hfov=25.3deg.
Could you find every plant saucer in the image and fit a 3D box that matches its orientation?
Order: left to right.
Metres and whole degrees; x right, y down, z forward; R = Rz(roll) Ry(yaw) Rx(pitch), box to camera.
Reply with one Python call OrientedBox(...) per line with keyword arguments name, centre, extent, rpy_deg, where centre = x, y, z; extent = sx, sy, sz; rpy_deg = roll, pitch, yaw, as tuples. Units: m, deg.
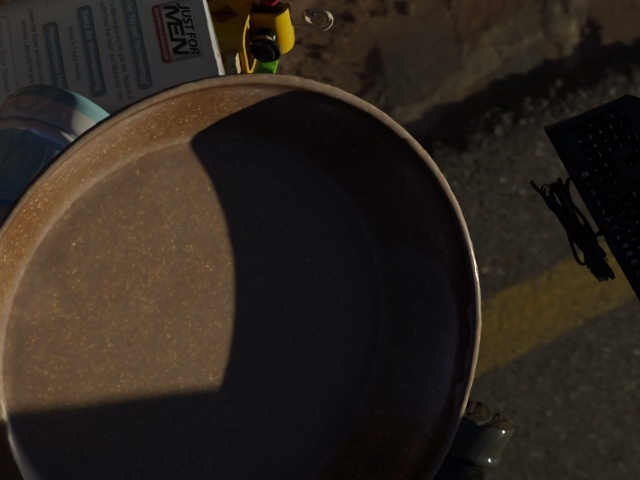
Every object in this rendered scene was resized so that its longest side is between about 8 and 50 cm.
OrientedBox(name="plant saucer", centre=(-0.035, 0.039, 0.494), extent=(0.198, 0.036, 0.199), rpy_deg=(-8, 107, -28))

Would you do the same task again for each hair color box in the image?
OrientedBox(name="hair color box", centre=(-0.288, -0.154, 1.501), extent=(0.374, 0.185, 0.114), rpy_deg=(-14, 152, -1))

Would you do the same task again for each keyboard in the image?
OrientedBox(name="keyboard", centre=(0.221, -0.006, 1.023), extent=(0.192, 0.100, 0.038), rpy_deg=(57, 29, -21))

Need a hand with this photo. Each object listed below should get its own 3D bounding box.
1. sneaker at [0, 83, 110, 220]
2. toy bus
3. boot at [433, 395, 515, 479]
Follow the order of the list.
OrientedBox(name="sneaker", centre=(-0.122, 0.078, 0.893), extent=(0.319, 0.127, 0.208), rpy_deg=(41, 60, -17))
OrientedBox(name="toy bus", centre=(-0.118, -0.283, 2.011), extent=(0.191, 0.202, 0.104), rpy_deg=(33, 49, -24))
OrientedBox(name="boot", centre=(-0.030, 0.207, 1.214), extent=(0.260, 0.348, 0.131), rpy_deg=(-67, 160, 8))
